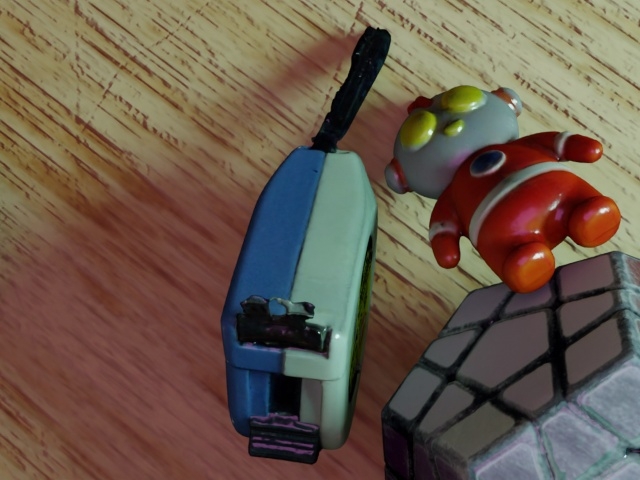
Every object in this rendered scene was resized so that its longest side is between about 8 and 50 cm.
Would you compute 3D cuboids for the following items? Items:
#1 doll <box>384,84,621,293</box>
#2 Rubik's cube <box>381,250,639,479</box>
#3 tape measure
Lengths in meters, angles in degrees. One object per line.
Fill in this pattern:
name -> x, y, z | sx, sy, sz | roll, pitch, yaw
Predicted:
doll -> 0.122, -0.055, 0.752 | 0.142, 0.076, 0.245 | -33, 41, 1
Rubik's cube -> 0.196, 0.166, 0.688 | 0.319, 0.319, 0.264 | 0, 61, 8
tape measure -> 0.000, 0.000, 0.796 | 0.098, 0.215, 0.351 | 8, 44, 8
